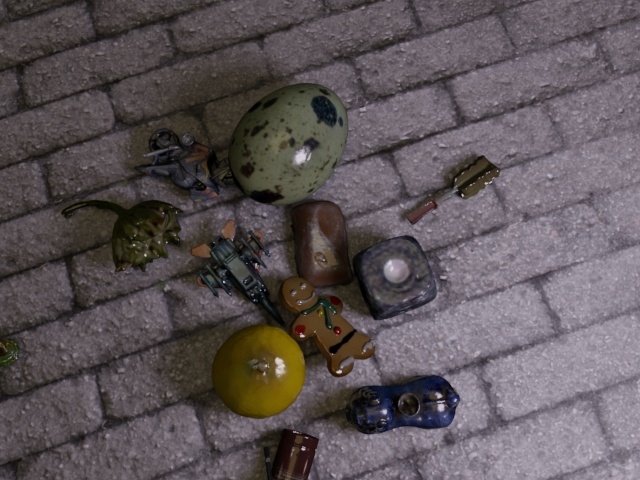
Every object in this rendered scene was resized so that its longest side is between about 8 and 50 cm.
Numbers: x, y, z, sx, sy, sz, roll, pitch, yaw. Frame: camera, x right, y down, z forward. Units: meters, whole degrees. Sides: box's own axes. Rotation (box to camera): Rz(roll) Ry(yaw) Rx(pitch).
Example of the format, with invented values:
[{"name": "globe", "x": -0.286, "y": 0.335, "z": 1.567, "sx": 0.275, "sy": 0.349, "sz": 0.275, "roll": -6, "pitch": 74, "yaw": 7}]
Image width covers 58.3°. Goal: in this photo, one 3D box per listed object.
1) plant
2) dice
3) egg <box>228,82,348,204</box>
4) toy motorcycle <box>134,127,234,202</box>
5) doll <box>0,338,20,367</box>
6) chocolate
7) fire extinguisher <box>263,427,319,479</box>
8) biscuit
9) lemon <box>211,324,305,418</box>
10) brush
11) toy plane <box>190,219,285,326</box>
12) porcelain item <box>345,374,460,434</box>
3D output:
[{"name": "plant", "x": -0.550, "y": -0.075, "z": 1.593, "sx": 0.333, "sy": 0.180, "sz": 0.251, "roll": 42, "pitch": 69, "yaw": 15}, {"name": "dice", "x": 0.193, "y": 0.101, "z": 1.517, "sx": 0.182, "sy": 0.183, "sz": 0.182, "roll": -19, "pitch": 75, "yaw": -2}, {"name": "egg", "x": -0.081, "y": -0.266, "z": 1.564, "sx": 0.288, "sy": 0.287, "sz": 0.379, "roll": 40, "pitch": 83, "yaw": 11}, {"name": "toy motorcycle", "x": -0.377, "y": -0.208, "z": 1.653, "sx": 0.307, "sy": 0.108, "sz": 0.173, "roll": 23, "pitch": 82, "yaw": 9}, {"name": "doll", "x": -0.859, "y": 0.307, "z": 1.523, "sx": 0.078, "sy": 0.113, "sz": 0.076, "roll": -1, "pitch": 89, "yaw": 2}, {"name": "chocolate", "x": 0.000, "y": 0.001, "z": 1.598, "sx": 0.161, "sy": 0.083, "sz": 0.261, "roll": -10, "pitch": 74, "yaw": -3}, {"name": "fire extinguisher", "x": -0.109, "y": 0.645, "z": 1.416, "sx": 0.142, "sy": 0.105, "sz": 0.341, "roll": 17, "pitch": 75, "yaw": 1}, {"name": "biscuit", "x": 0.006, "y": 0.213, "z": 1.509, "sx": 0.301, "sy": 0.049, "sz": 0.197, "roll": 48, "pitch": 41, "yaw": 11}, {"name": "lemon", "x": -0.155, "y": 0.327, "z": 1.446, "sx": 0.241, "sy": 0.219, "sz": 0.240, "roll": 1, "pitch": 73, "yaw": -2}, {"name": "brush", "x": 0.374, "y": -0.134, "z": 1.636, "sx": 0.301, "sy": 0.071, "sz": 0.084, "roll": -35, "pitch": 66, "yaw": -7}, {"name": "toy plane", "x": -0.200, "y": 0.107, "z": 1.563, "sx": 0.223, "sy": 0.104, "sz": 0.326, "roll": -39, "pitch": 78, "yaw": -9}, {"name": "porcelain item", "x": 0.206, "y": 0.410, "z": 1.434, "sx": 0.288, "sy": 0.186, "sz": 0.138, "roll": -6, "pitch": 74, "yaw": -2}]
